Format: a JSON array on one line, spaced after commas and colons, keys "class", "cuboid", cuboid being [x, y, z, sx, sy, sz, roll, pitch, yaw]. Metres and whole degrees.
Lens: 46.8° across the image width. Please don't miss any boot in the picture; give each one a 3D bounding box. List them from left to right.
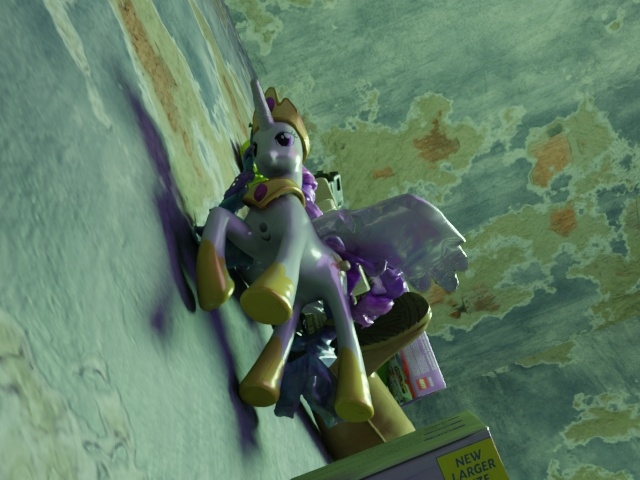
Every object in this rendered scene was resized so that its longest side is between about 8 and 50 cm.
[{"class": "boot", "cuboid": [0.086, 0.215, 1.095, 0.089, 0.236, 0.269, -105, 169, -51]}]

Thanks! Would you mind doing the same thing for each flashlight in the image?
[{"class": "flashlight", "cuboid": [0.000, 0.000, 1.630, 0.103, 0.103, 0.303, -51, 140, -48]}]

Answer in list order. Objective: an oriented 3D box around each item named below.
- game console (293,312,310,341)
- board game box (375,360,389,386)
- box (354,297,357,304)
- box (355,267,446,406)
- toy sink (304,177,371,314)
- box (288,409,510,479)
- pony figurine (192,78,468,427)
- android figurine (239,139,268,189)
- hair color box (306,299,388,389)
[{"class": "game console", "cuboid": [-0.062, 0.124, 1.169, 0.122, 0.071, 0.107, -106, -157, -53]}, {"class": "board game box", "cuboid": [0.081, 0.312, 1.279, 0.124, 0.039, 0.259, 55, 34, -56]}, {"class": "box", "cuboid": [0.069, 0.128, 1.967, 0.394, 0.097, 0.318, 57, 7, -29]}, {"class": "box", "cuboid": [0.136, 0.162, 1.405, 0.201, 0.057, 0.293, 109, -37, -71]}, {"class": "toy sink", "cuboid": [-0.023, 0.008, 1.318, 0.131, 0.153, 0.234, 37, 32, -83]}, {"class": "box", "cuboid": [0.067, 0.252, 0.670, 0.243, 0.214, 0.117, 54, 14, -77]}, {"class": "pony figurine", "cuboid": [-0.008, 0.027, 0.864, 0.351, 0.303, 0.363, 55, 26, -37]}, {"class": "android figurine", "cuboid": [-0.106, -0.099, 1.537, 0.272, 0.056, 0.248, -106, 173, -48]}, {"class": "hair color box", "cuboid": [0.072, 0.276, 1.505, 0.185, 0.110, 0.338, -104, 170, -60]}]
